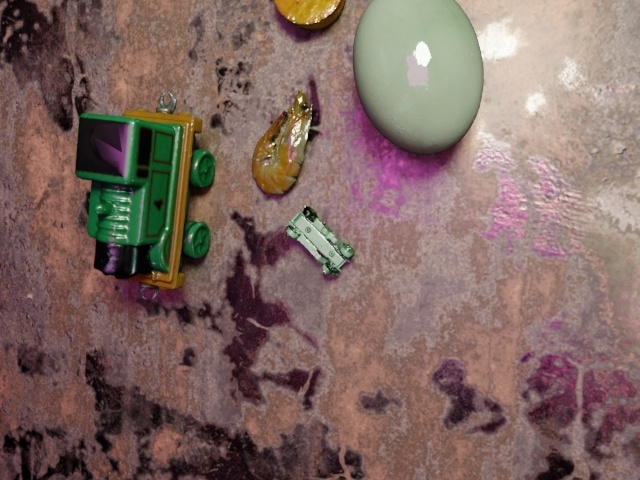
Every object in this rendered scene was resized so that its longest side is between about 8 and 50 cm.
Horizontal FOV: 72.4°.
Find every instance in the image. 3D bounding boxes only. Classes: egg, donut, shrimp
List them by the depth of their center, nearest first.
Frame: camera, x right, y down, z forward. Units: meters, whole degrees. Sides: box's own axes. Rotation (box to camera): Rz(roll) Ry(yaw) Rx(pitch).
[{"bbox_3d":[0.157,-0.280,0.719,0.203,0.203,0.282,-19,83,17],"label":"egg"},{"bbox_3d":[-0.018,-0.474,0.834,0.152,0.058,0.151,1,93,17],"label":"donut"},{"bbox_3d":[-0.078,-0.197,0.875,0.115,0.051,0.217,23,102,16],"label":"shrimp"}]

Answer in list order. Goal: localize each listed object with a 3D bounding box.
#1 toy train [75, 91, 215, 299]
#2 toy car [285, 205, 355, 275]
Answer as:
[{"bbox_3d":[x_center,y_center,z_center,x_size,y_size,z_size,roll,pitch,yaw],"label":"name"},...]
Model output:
[{"bbox_3d":[-0.345,-0.084,0.856,0.178,0.249,0.428,9,96,16],"label":"toy train"},{"bbox_3d":[0.000,0.000,0.861,0.143,0.054,0.073,44,105,6],"label":"toy car"}]
